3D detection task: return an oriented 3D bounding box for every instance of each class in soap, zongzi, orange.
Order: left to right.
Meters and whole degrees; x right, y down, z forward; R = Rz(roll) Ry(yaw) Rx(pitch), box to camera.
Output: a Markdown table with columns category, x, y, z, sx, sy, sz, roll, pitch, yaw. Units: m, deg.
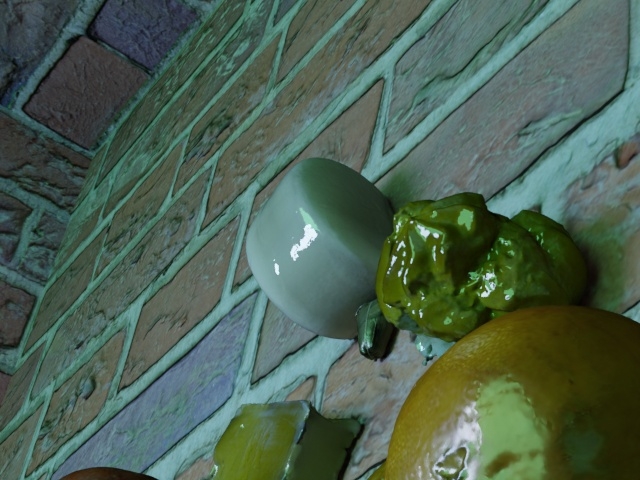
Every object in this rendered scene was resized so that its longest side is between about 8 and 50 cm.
| category | x | y | z | sx | sy | sz | roll | pitch | yaw |
| --- | --- | --- | --- | --- | --- | --- | --- | --- | --- |
| soap | -0.053 | 0.263 | 1.508 | 0.233 | 0.076 | 0.135 | -13 | 52 | 62 |
| zongzi | 0.081 | 0.095 | 1.484 | 0.083 | 0.040 | 0.076 | -30 | 39 | 23 |
| orange | 0.168 | 0.174 | 0.878 | 0.261 | 0.261 | 0.261 | -49 | 23 | 29 |

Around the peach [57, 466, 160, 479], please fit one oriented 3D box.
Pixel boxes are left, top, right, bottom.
| category | x | y | z | sx | sy | sz | roll | pitch | yaw |
| --- | --- | --- | --- | --- | --- | --- | --- | --- | --- |
| peach | -0.281 | 0.416 | 1.626 | 0.252 | 0.252 | 0.252 | -49 | 23 | 29 |

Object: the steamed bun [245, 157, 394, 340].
| category | x | y | z | sx | sy | sz | roll | pitch | yaw |
| --- | --- | --- | --- | --- | --- | --- | --- | --- | --- |
| steamed bun | 0.000 | 0.000 | 1.605 | 0.146 | 0.164 | 0.242 | -52 | 23 | 25 |

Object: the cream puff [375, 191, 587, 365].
| category | x | y | z | sx | sy | sz | roll | pitch | yaw |
| --- | --- | --- | --- | --- | --- | --- | --- | --- | --- |
| cream puff | 0.143 | 0.034 | 1.212 | 0.195 | 0.194 | 0.221 | -62 | 23 | -4 |

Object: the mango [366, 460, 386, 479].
| category | x | y | z | sx | sy | sz | roll | pitch | yaw |
| --- | --- | --- | --- | --- | --- | --- | --- | --- | --- |
| mango | 0.060 | 0.278 | 1.211 | 0.165 | 0.089 | 0.115 | -52 | 12 | 14 |
